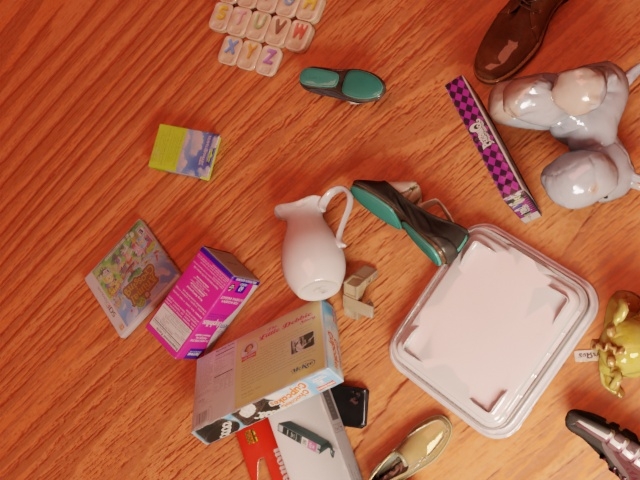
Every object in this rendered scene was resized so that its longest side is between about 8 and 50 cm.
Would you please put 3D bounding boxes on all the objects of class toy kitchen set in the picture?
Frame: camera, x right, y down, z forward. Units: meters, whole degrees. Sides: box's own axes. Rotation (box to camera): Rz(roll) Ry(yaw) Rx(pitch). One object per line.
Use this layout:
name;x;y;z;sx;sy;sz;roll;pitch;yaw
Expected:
toy kitchen set;0.093;0.109;1.380;0.068;0.075;0.083;21;130;30

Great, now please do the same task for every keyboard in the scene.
keyboard;0.010;0.308;1.388;0.180;0.023;0.108;1;87;25

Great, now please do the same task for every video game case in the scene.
video game case;-0.442;0.088;1.640;0.212;0.023;0.193;-45;66;11
video game case;0.307;-0.154;1.228;0.042;0.210;0.232;-29;70;19

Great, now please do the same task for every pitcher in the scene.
pitcher;0.000;0.000;1.382;0.178;0.125;0.207;-29;54;26

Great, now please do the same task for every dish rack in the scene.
dish rack;0.296;0.154;1.255;0.286;0.072;0.332;36;95;27

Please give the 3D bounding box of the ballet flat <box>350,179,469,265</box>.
ballet flat;0.175;-0.053;1.335;0.096;0.095;0.280;-39;52;-10

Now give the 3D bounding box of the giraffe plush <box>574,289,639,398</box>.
giraffe plush;0.498;0.159;1.100;0.210;0.170;0.181;-26;71;19

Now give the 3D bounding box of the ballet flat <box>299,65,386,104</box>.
ballet flat;0.053;-0.322;1.457;0.203;0.074;0.074;16;88;26

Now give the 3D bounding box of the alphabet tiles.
alphabet tiles;-0.128;-0.524;1.608;0.284;0.021;0.277;22;90;27

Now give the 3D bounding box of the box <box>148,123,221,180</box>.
box;-0.308;-0.204;1.620;0.178;0.042;0.108;14;87;26

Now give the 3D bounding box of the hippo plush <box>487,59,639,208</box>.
hippo plush;0.429;-0.175;1.200;0.234;0.294;0.236;1;107;49

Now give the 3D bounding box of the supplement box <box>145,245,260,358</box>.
supplement box;-0.251;0.136;1.492;0.114;0.111;0.220;41;99;25

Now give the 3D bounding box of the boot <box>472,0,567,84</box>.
boot;0.382;-0.434;1.299;0.112;0.115;0.305;40;99;24

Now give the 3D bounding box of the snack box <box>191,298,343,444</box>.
snack box;-0.110;0.257;1.384;0.322;0.060;0.187;-28;37;18

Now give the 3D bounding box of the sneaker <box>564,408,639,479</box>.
sneaker;0.490;0.400;1.099;0.281;0.106;0.162;30;97;26

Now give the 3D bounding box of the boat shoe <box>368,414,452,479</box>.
boat shoe;0.162;0.392;1.270;0.190;0.072;0.068;-48;65;10

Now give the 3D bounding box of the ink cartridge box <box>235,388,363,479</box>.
ink cartridge box;-0.050;0.441;1.357;0.239;0.060;0.275;-26;74;19
